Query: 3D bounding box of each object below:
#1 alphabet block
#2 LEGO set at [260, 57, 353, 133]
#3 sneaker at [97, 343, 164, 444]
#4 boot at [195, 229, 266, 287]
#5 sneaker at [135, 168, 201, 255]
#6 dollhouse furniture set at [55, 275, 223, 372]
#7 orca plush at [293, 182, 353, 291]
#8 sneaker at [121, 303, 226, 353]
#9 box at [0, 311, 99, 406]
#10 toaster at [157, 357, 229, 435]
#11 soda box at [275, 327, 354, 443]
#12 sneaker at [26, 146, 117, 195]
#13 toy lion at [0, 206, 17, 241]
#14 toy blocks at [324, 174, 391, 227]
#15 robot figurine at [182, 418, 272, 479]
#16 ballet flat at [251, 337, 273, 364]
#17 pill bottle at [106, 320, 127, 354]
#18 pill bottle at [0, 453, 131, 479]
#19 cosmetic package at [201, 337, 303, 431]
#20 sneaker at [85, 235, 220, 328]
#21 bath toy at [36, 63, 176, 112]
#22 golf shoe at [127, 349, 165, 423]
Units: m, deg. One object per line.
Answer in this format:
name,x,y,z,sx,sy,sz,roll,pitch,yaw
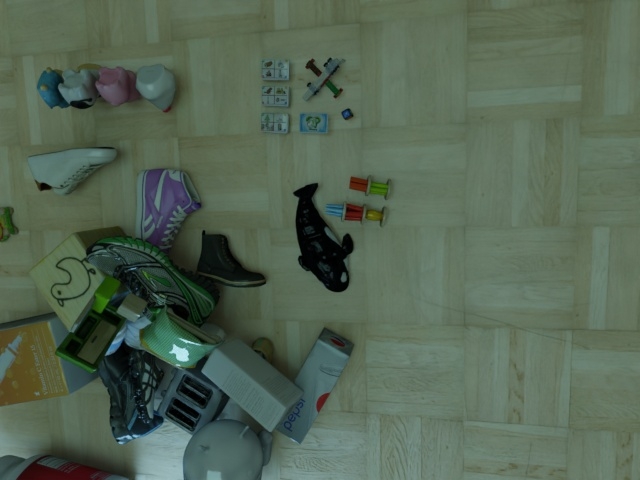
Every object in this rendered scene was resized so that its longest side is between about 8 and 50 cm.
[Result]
alphabet block,-0.607,0.098,1.291,0.192,0.193,0.197,-37,89,12
LEGO set,-0.031,-0.359,1.196,0.244,0.060,0.182,6,102,20
sneaker,-0.550,0.394,1.374,0.139,0.125,0.341,-15,90,-16
boot,-0.238,0.049,1.271,0.198,0.077,0.137,6,93,10
sneaker,-0.400,-0.050,1.277,0.161,0.102,0.282,1,98,8
dollhouse furniture set,-0.415,0.245,1.105,0.301,0.151,0.197,34,139,-15
orca plush,0.000,0.000,1.196,0.151,0.102,0.287,-5,96,12
sneaker,-0.407,0.234,1.287,0.305,0.114,0.152,5,123,11
box,-0.836,0.336,1.381,0.345,0.168,0.215,-13,95,13
toaster,-0.337,0.427,1.319,0.186,0.110,0.168,30,103,7
soda box,-0.020,0.380,1.255,0.098,0.091,0.286,29,102,6
sneaker,-0.671,-0.191,1.320,0.290,0.106,0.123,-4,100,23
toy lion,-0.960,-0.046,1.431,0.096,0.034,0.100,-8,95,20
toy blocks,0.091,-0.102,1.174,0.148,0.054,0.123,8,99,-2
robot figurine,-0.253,0.607,1.242,0.200,0.300,0.353,36,133,33
ballet flat,-0.169,0.382,1.296,0.080,0.073,0.232,-1,97,10
pill bottle,-0.557,0.239,1.253,0.087,0.087,0.160,49,138,2
pill bottle,-0.778,0.766,1.394,0.408,0.229,0.229,10,99,10
cosmetic package,-0.168,0.354,1.192,0.231,0.117,0.085,34,102,17
sneaker,-0.420,0.110,1.189,0.343,0.146,0.134,33,138,-17
bath toy,-0.538,-0.395,1.250,0.348,0.129,0.151,2,61,7
golf shoe,-0.464,0.392,1.308,0.077,0.094,0.198,-30,69,47
